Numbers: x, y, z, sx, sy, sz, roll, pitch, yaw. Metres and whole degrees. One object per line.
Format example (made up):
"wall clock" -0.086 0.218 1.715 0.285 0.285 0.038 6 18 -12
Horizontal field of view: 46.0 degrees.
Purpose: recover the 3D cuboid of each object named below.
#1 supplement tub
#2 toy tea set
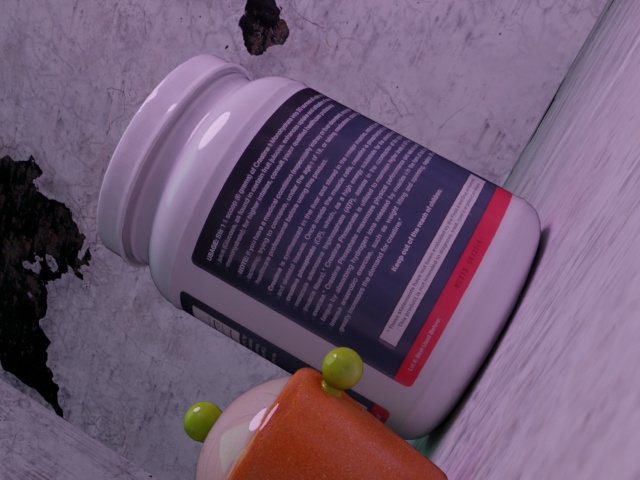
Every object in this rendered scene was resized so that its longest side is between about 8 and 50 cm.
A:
"supplement tub" 0.000 0.000 0.550 0.191 0.272 0.191 -59 -9 -14
"toy tea set" -0.061 0.205 0.359 0.336 0.124 0.200 -57 -9 -26
